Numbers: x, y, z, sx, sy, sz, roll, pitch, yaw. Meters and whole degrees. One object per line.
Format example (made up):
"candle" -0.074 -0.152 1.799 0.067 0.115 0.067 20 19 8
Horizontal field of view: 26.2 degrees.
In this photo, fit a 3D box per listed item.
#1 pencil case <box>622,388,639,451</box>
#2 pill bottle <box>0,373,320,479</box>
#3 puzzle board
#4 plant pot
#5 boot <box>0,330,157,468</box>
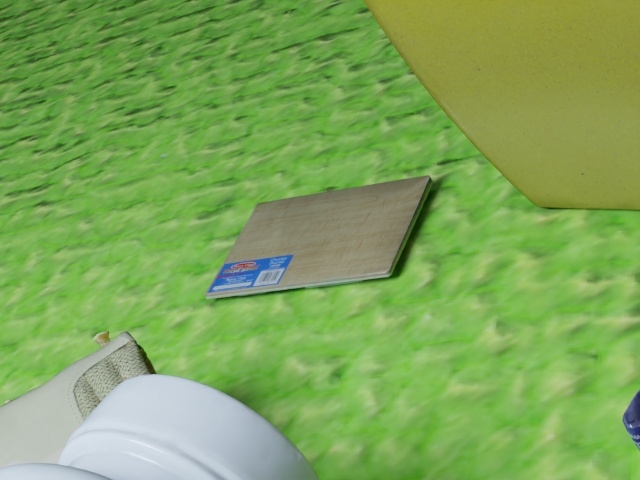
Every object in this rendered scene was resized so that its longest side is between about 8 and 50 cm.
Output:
"pencil case" 0.294 -0.007 0.467 0.386 0.160 0.167 -33 3 -15
"pill bottle" -0.106 0.178 0.491 0.152 0.152 0.272 -1 38 37
"puzzle board" 0.000 0.000 0.849 0.128 0.011 0.096 -9 34 29
"plant pot" 0.176 -0.131 0.743 0.212 0.187 0.212 2 39 41
"boot" -0.178 0.114 0.711 0.203 0.095 0.262 -34 32 -14
